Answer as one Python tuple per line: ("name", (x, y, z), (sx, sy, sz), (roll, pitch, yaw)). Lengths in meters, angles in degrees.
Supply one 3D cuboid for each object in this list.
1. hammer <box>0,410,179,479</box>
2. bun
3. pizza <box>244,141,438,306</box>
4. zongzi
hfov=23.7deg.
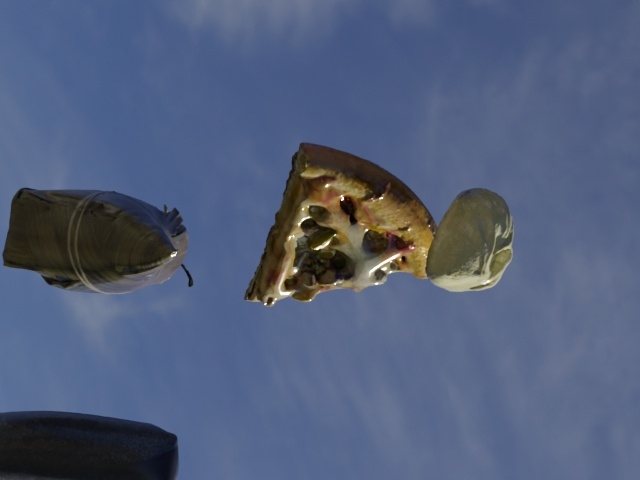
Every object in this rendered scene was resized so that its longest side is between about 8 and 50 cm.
("hammer", (-0.204, 0.096, 0.712), (0.137, 0.289, 0.037), (-123, -136, -62))
("bun", (0.119, 0.003, 1.157), (0.055, 0.086, 0.086), (27, -55, 21))
("pizza", (0.000, 0.000, 1.260), (0.185, 0.176, 0.036), (51, 15, -40))
("zongzi", (-0.129, 0.006, 1.229), (0.184, 0.187, 0.084), (7, -89, 36))
